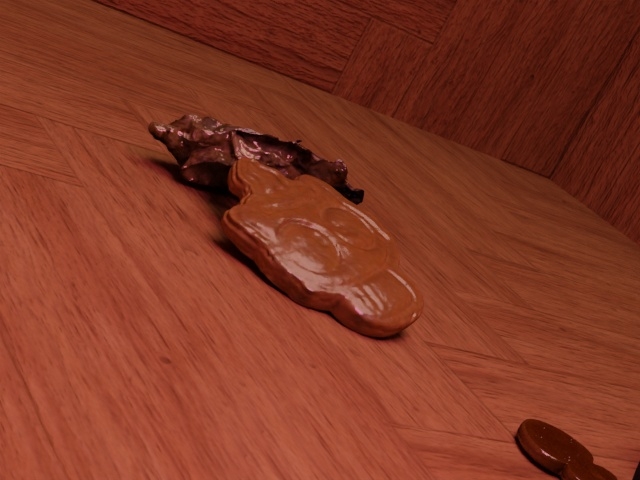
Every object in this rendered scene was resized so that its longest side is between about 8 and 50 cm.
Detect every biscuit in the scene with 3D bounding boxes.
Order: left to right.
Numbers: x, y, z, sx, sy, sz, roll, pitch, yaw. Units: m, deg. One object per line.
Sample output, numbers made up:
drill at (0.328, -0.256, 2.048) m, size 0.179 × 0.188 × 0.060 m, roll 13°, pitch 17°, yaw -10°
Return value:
biscuit at (0.002, -0.003, 1.705) m, size 0.376 × 0.051 × 0.269 m, roll 42°, pitch 34°, yaw 16°
biscuit at (0.335, 0.301, 1.523) m, size 0.124 × 0.026 × 0.175 m, roll 10°, pitch 24°, yaw -46°

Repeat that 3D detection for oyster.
oyster at (-0.106, -0.117, 1.863) m, size 0.361 × 0.096 × 0.221 m, roll 25°, pitch -29°, yaw -35°

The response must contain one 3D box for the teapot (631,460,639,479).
teapot at (0.549, 0.286, 1.357) m, size 0.239 × 0.321 × 0.239 m, roll 13°, pitch 16°, yaw -40°
